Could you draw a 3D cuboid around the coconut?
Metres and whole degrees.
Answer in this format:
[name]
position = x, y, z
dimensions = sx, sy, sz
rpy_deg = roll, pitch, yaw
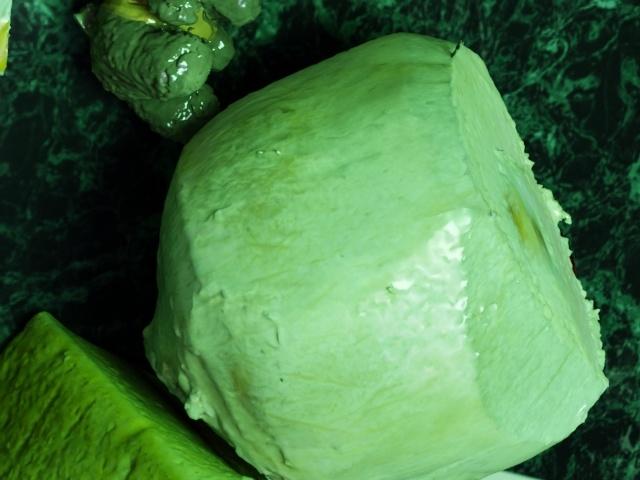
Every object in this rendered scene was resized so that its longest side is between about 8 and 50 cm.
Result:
[coconut]
position = 0.023, 0.043, 1.599
dimensions = 0.404, 0.404, 0.405
rpy_deg = -12, 118, -23

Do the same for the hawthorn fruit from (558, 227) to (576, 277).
[hawthorn fruit]
position = 0.178, 0.025, 1.833
dimensions = 0.157, 0.157, 0.194
rpy_deg = 30, 77, -35

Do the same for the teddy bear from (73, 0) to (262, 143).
[teddy bear]
position = -0.116, -0.198, 1.583
dimensions = 0.190, 0.140, 0.177
rpy_deg = -53, 168, -7

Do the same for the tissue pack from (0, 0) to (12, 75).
[tissue pack]
position = -0.365, -0.199, 1.406
dimensions = 0.225, 0.185, 0.124
rpy_deg = -4, 114, -27

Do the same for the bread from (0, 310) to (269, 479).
[bread]
position = -0.165, 0.252, 1.621
dimensions = 0.233, 0.361, 0.245
rpy_deg = 34, 92, -36
